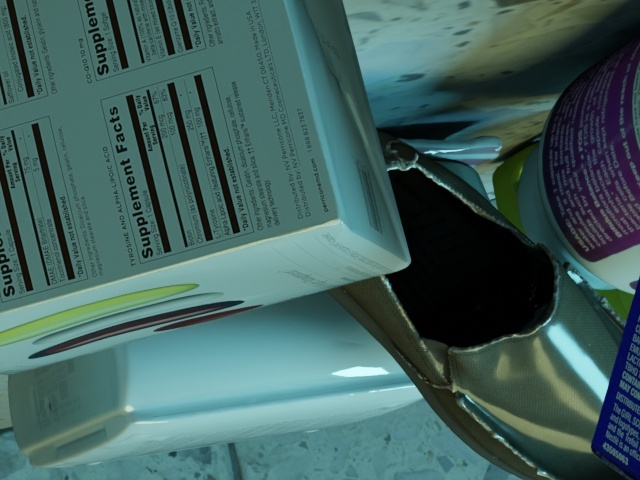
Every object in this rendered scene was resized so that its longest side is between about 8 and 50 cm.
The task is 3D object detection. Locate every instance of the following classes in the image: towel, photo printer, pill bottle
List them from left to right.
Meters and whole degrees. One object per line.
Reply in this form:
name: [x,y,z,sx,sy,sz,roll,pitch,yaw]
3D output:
photo printer: [-0.055,0.095,1.257,0.307,0.107,0.256,-5,169,-28]
towel: [0.023,-0.049,1.244,0.144,0.029,0.197,-4,168,-35]
pill bottle: [0.238,-0.055,1.036,0.169,0.169,0.301,-10,172,-18]

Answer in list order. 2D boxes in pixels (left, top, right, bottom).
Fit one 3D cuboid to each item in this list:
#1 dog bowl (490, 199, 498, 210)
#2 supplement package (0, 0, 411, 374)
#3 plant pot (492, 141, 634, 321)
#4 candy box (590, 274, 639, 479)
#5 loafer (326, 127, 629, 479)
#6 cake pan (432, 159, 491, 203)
dog bowl: [0.234,0.019,1.767,0.348,0.102,0.349,-13,171,-2]
supplement package: [-0.087,-0.039,0.701,0.203,0.149,0.194,-15,172,9]
plant pot: [0.290,-0.004,1.314,0.228,0.227,0.207,-10,165,-13]
candy box: [0.288,-0.031,0.779,0.268,0.317,0.122,-5,-154,-39]
loafer: [0.116,0.063,1.072,0.134,0.366,0.130,-55,-161,-5]
cake pan: [0.000,0.000,1.250,0.293,0.054,0.293,-10,170,-2]
